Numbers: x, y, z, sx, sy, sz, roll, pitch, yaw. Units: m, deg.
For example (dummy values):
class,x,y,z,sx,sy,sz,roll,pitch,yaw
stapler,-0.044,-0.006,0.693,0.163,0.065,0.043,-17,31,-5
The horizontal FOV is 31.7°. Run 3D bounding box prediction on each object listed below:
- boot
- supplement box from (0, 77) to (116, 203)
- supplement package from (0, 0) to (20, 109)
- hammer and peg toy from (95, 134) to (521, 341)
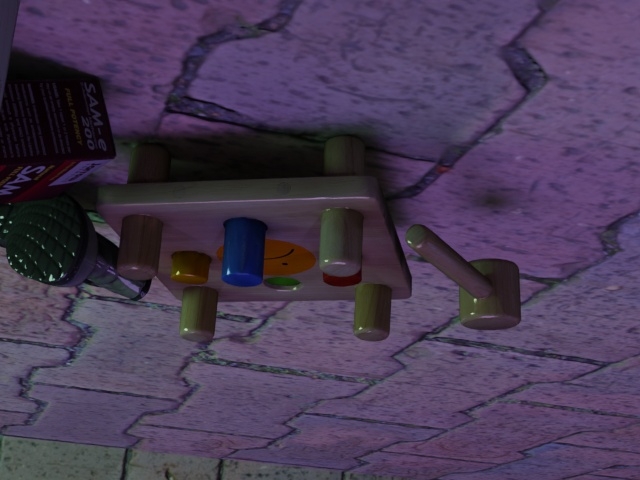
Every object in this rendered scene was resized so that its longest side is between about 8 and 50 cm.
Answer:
class,x,y,z,sx,sy,sz,roll,pitch,yaw
boot,-0.223,0.012,1.081,0.161,0.083,0.246,30,174,-34
supplement box,-0.296,-0.069,0.871,0.239,0.073,0.130,-10,172,-40
supplement package,-0.288,-0.129,0.650,0.149,0.194,0.203,0,160,7
hammer and peg toy,0.000,0.000,1.051,0.361,0.127,0.266,-2,157,12
